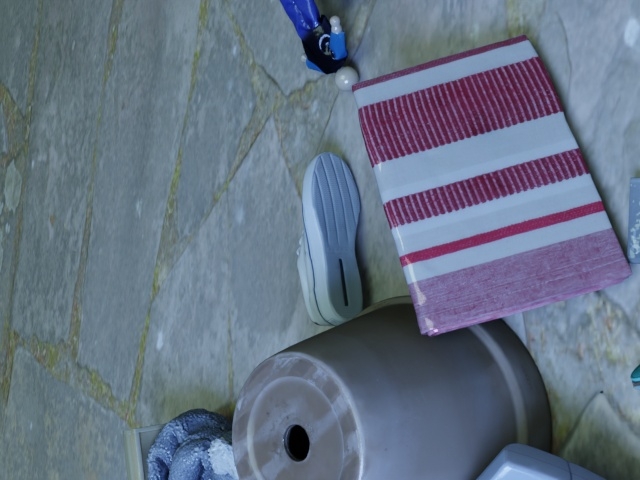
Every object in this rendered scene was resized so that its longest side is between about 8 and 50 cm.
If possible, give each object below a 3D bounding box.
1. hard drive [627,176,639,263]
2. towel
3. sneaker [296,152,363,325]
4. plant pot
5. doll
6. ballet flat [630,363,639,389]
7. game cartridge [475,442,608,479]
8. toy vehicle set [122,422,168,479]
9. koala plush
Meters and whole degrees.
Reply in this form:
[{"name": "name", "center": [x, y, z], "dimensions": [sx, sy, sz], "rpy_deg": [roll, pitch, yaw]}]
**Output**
[{"name": "hard drive", "center": [0.393, -0.021, 0.730], "dimensions": [0.135, 0.022, 0.094], "rpy_deg": [1, 86, 41]}, {"name": "towel", "center": [0.187, -0.072, 0.825], "dimensions": [0.237, 0.037, 0.329], "rpy_deg": [-15, 70, 2]}, {"name": "sneaker", "center": [0.000, 0.000, 1.026], "dimensions": [0.091, 0.094, 0.258], "rpy_deg": [-22, 64, 51]}, {"name": "plant pot", "center": [0.063, 0.220, 0.822], "dimensions": [0.323, 0.280, 0.323], "rpy_deg": [-5, 82, 39]}, {"name": "doll", "center": [-0.002, -0.306, 1.043], "dimensions": [0.189, 0.046, 0.129], "rpy_deg": [59, 153, -6]}, {"name": "ballet flat", "center": [0.398, 0.106, 0.690], "dimensions": [0.188, 0.070, 0.070], "rpy_deg": [-49, 56, 30]}, {"name": "game cartridge", "center": [0.266, 0.340, 0.694], "dimensions": [0.297, 0.062, 0.198], "rpy_deg": [35, 106, 4]}, {"name": "toy vehicle set", "center": [-0.219, 0.424, 1.116], "dimensions": [0.035, 0.166, 0.267], "rpy_deg": [-24, 69, 39]}, {"name": "koala plush", "center": [-0.135, 0.337, 1.046], "dimensions": [0.221, 0.196, 0.203], "rpy_deg": [-26, 58, 40]}]
